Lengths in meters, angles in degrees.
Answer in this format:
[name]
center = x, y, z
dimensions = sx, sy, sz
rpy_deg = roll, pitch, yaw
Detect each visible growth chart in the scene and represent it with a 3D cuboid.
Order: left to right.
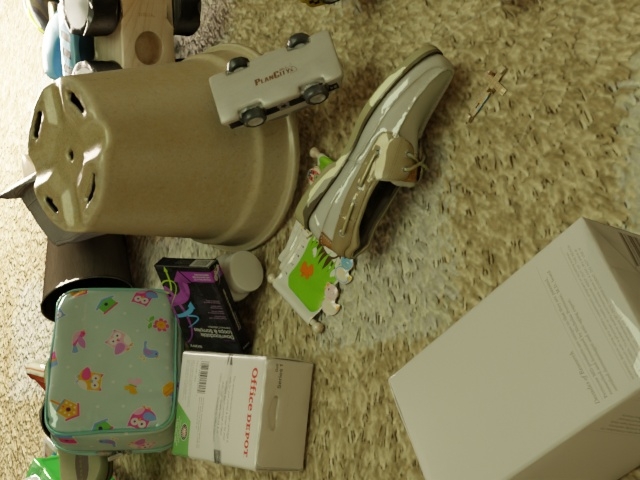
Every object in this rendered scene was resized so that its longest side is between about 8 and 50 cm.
[growth chart]
center = 0.000, 0.000, 1.476
dimensions = 0.172, 0.021, 0.237
rpy_deg = 32, 106, 48

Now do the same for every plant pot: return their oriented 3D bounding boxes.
[plant pot]
center = -0.254, -0.133, 1.531
dimensions = 0.333, 0.305, 0.334
rpy_deg = 9, 102, 47

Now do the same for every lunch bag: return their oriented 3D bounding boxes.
[lunch bag]
center = -0.320, 0.212, 1.631
dimensions = 0.108, 0.224, 0.279
rpy_deg = 99, 169, -55

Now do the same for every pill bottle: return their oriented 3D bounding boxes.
[pill bottle]
center = -0.156, 0.066, 1.598
dimensions = 0.137, 0.078, 0.078
rpy_deg = -25, 62, 44

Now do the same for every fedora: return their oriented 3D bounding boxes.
[fedora]
center = -0.404, -0.069, 1.754
dimensions = 0.275, 0.243, 0.124
rpy_deg = -23, 87, 20

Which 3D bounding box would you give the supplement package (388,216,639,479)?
[supplement package]
center = 0.243, 0.143, 1.026
dimensions = 0.293, 0.177, 0.175
rpy_deg = -45, 49, 32

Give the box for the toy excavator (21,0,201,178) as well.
[toy excavator]
center = -0.417, -0.275, 1.863
dimensions = 0.445, 0.222, 0.433
rpy_deg = 12, 108, 48

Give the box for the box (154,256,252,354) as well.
[box]
center = -0.180, 0.101, 1.564
dimensions = 0.116, 0.029, 0.162
rpy_deg = 0, 123, 36

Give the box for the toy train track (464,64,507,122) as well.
[toy train track]
center = 0.206, -0.186, 1.284
dimensions = 0.083, 0.014, 0.048
rpy_deg = -57, 44, 24

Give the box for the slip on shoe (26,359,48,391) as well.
[slip on shoe]
center = -0.444, 0.284, 1.861
dimensions = 0.331, 0.123, 0.101
rpy_deg = 14, 95, 46

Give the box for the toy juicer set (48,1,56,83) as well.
[toy juicer set]
center = -0.454, -0.351, 2.063
dimensions = 0.329, 0.089, 0.209
rpy_deg = 27, 113, 41

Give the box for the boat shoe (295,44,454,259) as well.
[boat shoe]
center = 0.091, -0.110, 1.341
dimensions = 0.103, 0.113, 0.302
rpy_deg = 45, 115, 23

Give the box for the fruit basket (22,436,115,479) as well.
[fruit basket]
center = -0.441, 0.562, 1.744
dimensions = 0.327, 0.165, 0.353
rpy_deg = 26, 104, 50

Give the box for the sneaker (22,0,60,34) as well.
[sneaker]
center = -0.582, -0.593, 2.258
dimensions = 0.121, 0.111, 0.300
rpy_deg = -15, 71, 43

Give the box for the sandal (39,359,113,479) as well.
[sandal]
center = -0.411, 0.292, 1.680
dimensions = 0.120, 0.086, 0.303
rpy_deg = -39, 44, 14

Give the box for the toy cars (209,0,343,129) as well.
[toy cars]
center = 0.000, -0.305, 1.451
dimensions = 0.176, 0.087, 0.394
rpy_deg = 30, 85, 23

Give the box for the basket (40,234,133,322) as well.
[basket]
center = -0.438, 0.015, 1.897
dimensions = 0.204, 0.154, 0.227
rpy_deg = -36, 51, 39

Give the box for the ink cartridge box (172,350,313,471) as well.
[ink cartridge box]
center = -0.117, 0.248, 1.492
dimensions = 0.219, 0.092, 0.160
rpy_deg = -3, 78, 49
